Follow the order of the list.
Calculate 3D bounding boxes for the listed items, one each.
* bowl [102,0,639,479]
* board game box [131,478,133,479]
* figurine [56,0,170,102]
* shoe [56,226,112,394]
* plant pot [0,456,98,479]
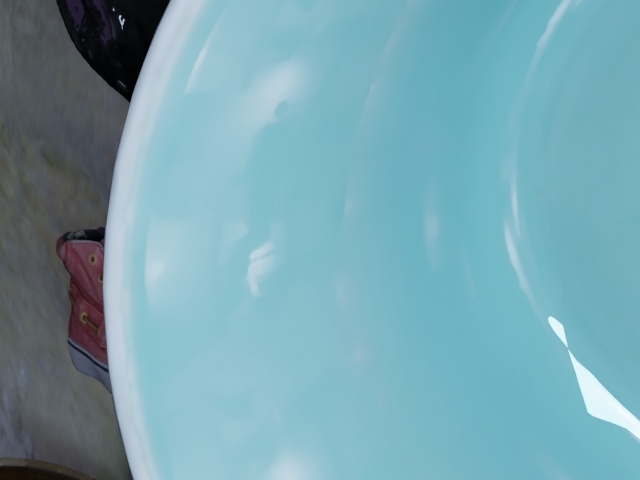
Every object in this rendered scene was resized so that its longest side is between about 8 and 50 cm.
[{"bbox_3d":[0.121,0.011,0.449,0.312,0.163,0.311,6,110,18],"label":"bowl"},{"bbox_3d":[-0.049,0.161,0.985,0.133,0.033,0.168,59,146,22],"label":"board game box"},{"bbox_3d":[-0.045,-0.100,0.863,0.215,0.092,0.209,-19,89,59],"label":"figurine"},{"bbox_3d":[-0.100,0.036,1.000,0.178,0.063,0.081,10,112,63],"label":"shoe"},{"bbox_3d":[-0.194,0.277,1.123,0.230,0.215,0.215,105,145,-60],"label":"plant pot"}]
